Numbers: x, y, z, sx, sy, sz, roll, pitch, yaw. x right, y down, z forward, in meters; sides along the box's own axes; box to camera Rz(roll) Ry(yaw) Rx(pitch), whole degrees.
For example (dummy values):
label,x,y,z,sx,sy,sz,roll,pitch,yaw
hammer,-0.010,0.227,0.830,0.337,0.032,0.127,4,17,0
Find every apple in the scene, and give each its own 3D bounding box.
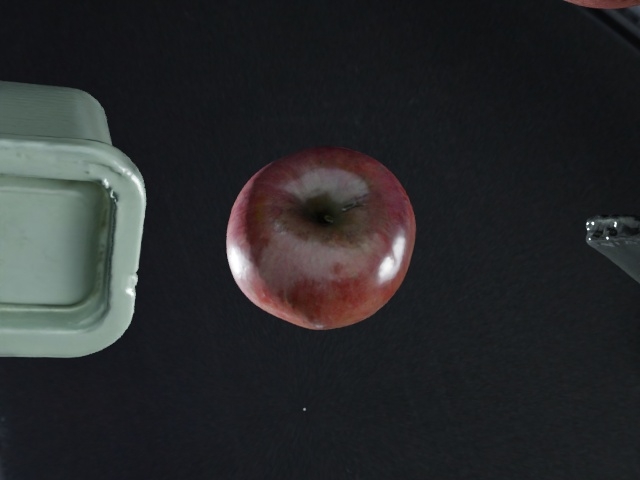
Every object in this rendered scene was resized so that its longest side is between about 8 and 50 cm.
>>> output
label,x,y,z,sx,sy,sz,roll,pitch,yaw
apple,0.000,0.000,0.785,0.153,0.120,0.153,-1,-120,1

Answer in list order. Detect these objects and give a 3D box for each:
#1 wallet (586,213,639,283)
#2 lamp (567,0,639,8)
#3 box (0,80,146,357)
label,x,y,z,sx,sy,sz,roll,pitch,yaw
wallet,0.333,0.056,0.725,0.285,0.146,0.030,32,-107,-28
lamp,0.166,-0.250,0.581,0.180,0.258,0.180,-15,-118,30
box,-0.293,-0.036,0.707,0.312,0.182,0.175,3,-60,-15
